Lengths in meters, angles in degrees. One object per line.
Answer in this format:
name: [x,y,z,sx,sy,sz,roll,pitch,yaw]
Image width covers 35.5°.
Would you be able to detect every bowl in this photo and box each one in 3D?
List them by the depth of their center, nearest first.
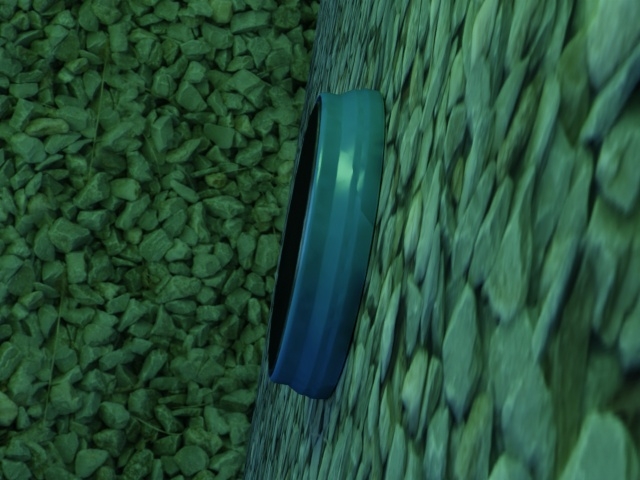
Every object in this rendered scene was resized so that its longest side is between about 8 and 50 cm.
bowl: [0.000,0.000,1.249,0.391,0.077,0.390,-170,90,-84]
